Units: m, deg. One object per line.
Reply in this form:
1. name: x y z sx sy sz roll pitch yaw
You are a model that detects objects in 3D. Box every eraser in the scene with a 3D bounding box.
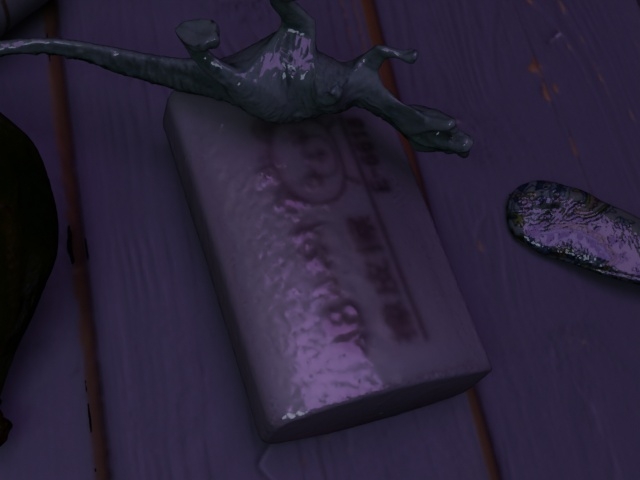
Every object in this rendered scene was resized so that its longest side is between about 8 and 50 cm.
1. eraser: 0.000 0.000 0.756 0.174 0.095 0.270 -11 69 -21

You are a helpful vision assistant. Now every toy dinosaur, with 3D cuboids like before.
1. toy dinosaur: -0.072 -0.135 0.682 0.383 0.129 0.076 16 56 0

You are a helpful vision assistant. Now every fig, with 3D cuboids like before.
1. fig: -0.259 0.018 0.638 0.195 0.195 0.245 -8 96 -17

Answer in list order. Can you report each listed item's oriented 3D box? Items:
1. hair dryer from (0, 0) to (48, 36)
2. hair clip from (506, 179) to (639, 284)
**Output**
1. hair dryer: -0.377 -0.279 0.772 0.357 0.107 0.173 43 62 2
2. hair clip: 0.263 0.011 0.847 0.229 0.036 0.066 24 68 -2
